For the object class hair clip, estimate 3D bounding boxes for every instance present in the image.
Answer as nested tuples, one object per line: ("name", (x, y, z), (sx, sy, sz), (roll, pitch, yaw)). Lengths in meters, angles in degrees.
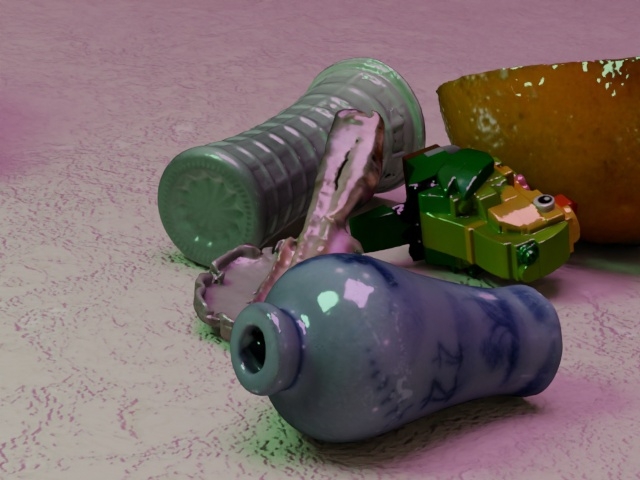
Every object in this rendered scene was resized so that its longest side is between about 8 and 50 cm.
("hair clip", (0.001, 0.004, 1.663), (0.173, 0.069, 0.300), (9, 43, 14))

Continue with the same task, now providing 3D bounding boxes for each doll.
("doll", (0.140, -0.018, 1.756), (0.186, 0.106, 0.134), (16, 39, 30))

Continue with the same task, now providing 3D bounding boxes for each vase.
("vase", (-0.027, -0.070, 1.838), (0.143, 0.143, 0.299), (13, 24, 26))

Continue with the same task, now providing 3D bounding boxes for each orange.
("orange", (0.290, -0.114, 1.854), (0.310, 0.274, 0.274), (-34, 18, 7))

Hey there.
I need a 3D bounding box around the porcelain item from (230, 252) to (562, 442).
("porcelain item", (0.056, 0.078, 1.436), (0.259, 0.141, 0.141), (2, 17, -35))
